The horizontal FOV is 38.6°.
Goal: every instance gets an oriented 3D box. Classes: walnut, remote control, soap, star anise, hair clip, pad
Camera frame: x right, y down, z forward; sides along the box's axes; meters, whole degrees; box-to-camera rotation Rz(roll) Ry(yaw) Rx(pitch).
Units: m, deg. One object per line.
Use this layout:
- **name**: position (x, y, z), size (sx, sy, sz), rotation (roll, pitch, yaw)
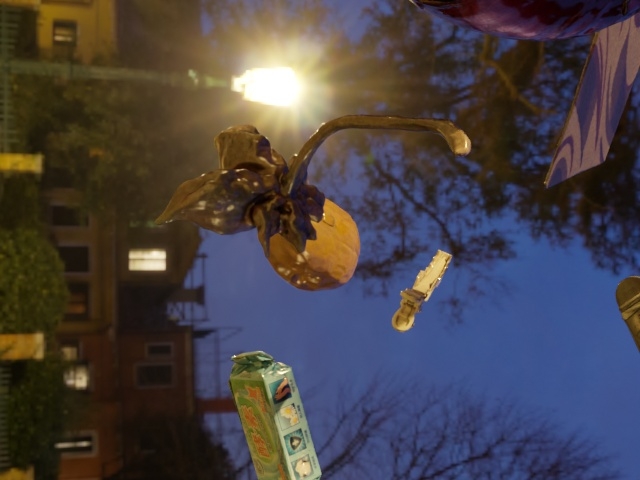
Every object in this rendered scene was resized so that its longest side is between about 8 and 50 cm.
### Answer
- **walnut**: position (0.000, 0.000, 0.857), size (0.052, 0.121, 0.091), rotation (-4, -119, 48)
- **remote control**: position (0.667, 0.191, 1.803), size (0.090, 0.066, 0.266), rotation (-32, -124, 23)
- **soap**: position (-0.091, 0.353, 1.773), size (0.156, 0.077, 0.293), rotation (-12, -85, 57)
- **star anise**: position (-0.013, -0.069, 0.696), size (0.218, 0.148, 0.227), rotation (57, -43, 24)
- **hair clip**: position (0.165, 0.076, 1.454), size (0.226, 0.034, 0.072), rotation (-40, 151, -61)
- **pad**: position (0.365, -0.228, 1.119), size (0.004, 0.220, 0.330), rotation (27, -61, 28)

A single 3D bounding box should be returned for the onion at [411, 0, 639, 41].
- **onion**: position (0.139, -0.271, 0.547), size (0.232, 0.314, 0.314), rotation (43, -48, 44)
